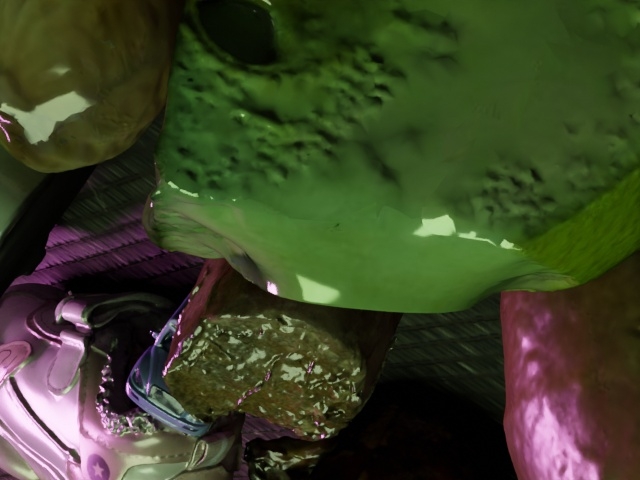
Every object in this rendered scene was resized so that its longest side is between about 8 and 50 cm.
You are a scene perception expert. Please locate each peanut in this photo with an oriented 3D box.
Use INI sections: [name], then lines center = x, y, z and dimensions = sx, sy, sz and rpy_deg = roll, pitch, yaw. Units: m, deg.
[peanut]
center = -0.153, -0.125, 0.819
dimensions = 0.140, 0.159, 0.109
rpy_deg = 55, -172, 3

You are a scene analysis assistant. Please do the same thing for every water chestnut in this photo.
[water chestnut]
center = 0.035, 0.239, 1.030
dimensions = 0.238, 0.223, 0.223
rpy_deg = 23, 143, 5

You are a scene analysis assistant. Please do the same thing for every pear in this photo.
[pear]
center = 0.061, -0.095, 0.637
dimensions = 0.282, 0.286, 0.176
rpy_deg = 6, 167, -1

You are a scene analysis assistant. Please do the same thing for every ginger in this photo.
[ginger]
center = 0.210, 0.123, 0.758
dimensions = 0.269, 0.223, 0.200
rpy_deg = 27, 147, 7

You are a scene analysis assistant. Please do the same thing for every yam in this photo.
[yam]
center = -0.002, 0.000, 0.772
dimensions = 0.128, 0.238, 0.129
rpy_deg = -15, 129, 39

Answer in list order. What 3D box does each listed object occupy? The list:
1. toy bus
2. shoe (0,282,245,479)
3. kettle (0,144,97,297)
[toy bus]
center = -0.074, 0.061, 0.947
dimensions = 0.073, 0.167, 0.076
rpy_deg = 31, 141, 4
[shoe]
center = -0.173, 0.123, 1.084
dimensions = 0.351, 0.172, 0.198
rpy_deg = 44, 126, 33
[kettle]
center = -0.374, -0.097, 0.972
dimensions = 0.377, 0.250, 0.361
rpy_deg = 36, 165, -7
